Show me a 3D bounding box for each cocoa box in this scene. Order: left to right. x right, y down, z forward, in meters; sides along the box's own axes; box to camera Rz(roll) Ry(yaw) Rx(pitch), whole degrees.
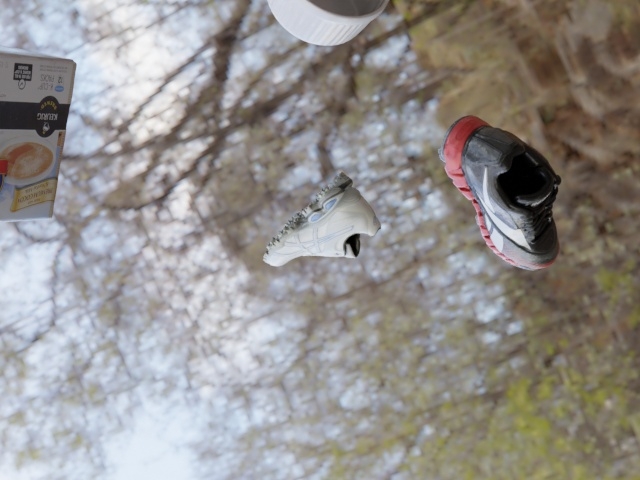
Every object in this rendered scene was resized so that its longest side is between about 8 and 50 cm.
[{"bbox_3d":[-0.520,-0.148,1.791,0.347,0.231,0.228,-7,-71,-63],"label":"cocoa box"}]

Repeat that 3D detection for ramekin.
[{"bbox_3d":[0.005,-0.426,2.336,0.207,0.109,0.207,12,-123,-20],"label":"ramekin"}]

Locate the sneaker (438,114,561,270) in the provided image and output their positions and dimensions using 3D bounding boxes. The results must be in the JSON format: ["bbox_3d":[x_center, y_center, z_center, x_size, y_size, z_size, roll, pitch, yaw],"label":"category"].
[{"bbox_3d":[0.268,-0.049,1.860,0.097,0.135,0.276,-49,-51,-18],"label":"sneaker"}]

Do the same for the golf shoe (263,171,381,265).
[{"bbox_3d":[0.000,0.000,1.584,0.086,0.176,0.069,44,-130,-6],"label":"golf shoe"}]
